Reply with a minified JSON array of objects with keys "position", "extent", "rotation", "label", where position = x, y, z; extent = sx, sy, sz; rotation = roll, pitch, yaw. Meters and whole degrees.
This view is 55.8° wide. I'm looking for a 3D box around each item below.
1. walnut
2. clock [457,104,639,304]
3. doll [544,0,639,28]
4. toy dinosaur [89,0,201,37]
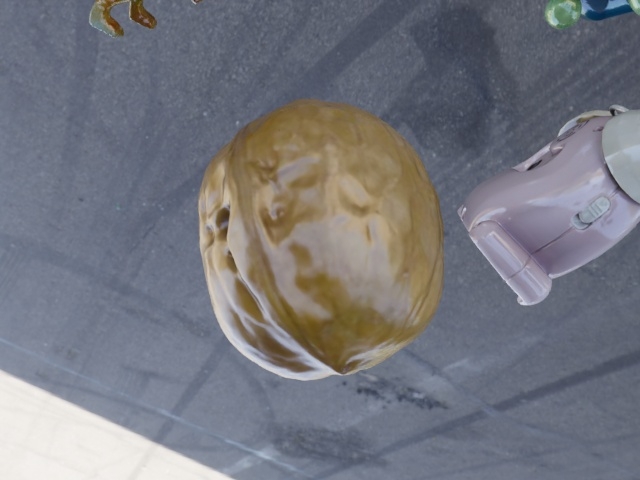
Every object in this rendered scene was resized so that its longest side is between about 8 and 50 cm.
[{"position":[0.000,0.000,0.483],"extent":[0.195,0.221,0.195],"rotation":[-6,153,-3],"label":"walnut"},{"position":[0.397,-0.076,0.973],"extent":[0.326,0.342,0.184],"rotation":[-37,99,14],"label":"clock"},{"position":[0.275,-0.376,0.695],"extent":[0.322,0.198,0.186],"rotation":[41,167,-16],"label":"doll"},{"position":[-0.142,-0.237,0.487],"extent":[0.212,0.057,0.142],"rotation":[-6,136,-47],"label":"toy dinosaur"}]
